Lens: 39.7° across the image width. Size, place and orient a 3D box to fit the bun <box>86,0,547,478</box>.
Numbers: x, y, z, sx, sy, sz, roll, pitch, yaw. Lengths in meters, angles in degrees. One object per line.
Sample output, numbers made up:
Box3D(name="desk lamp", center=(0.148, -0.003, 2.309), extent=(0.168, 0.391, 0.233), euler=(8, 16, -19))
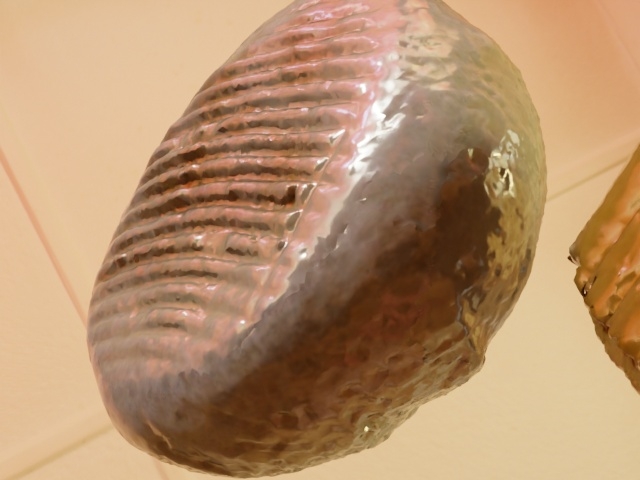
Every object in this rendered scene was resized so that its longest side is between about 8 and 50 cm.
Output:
Box3D(name="bun", center=(0.000, 0.000, 0.615), extent=(0.211, 0.362, 0.362), euler=(40, -107, -34))

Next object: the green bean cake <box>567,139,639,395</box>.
Box3D(name="green bean cake", center=(0.246, 0.041, 0.393), extent=(0.224, 0.230, 0.131), euler=(22, -70, -11))
